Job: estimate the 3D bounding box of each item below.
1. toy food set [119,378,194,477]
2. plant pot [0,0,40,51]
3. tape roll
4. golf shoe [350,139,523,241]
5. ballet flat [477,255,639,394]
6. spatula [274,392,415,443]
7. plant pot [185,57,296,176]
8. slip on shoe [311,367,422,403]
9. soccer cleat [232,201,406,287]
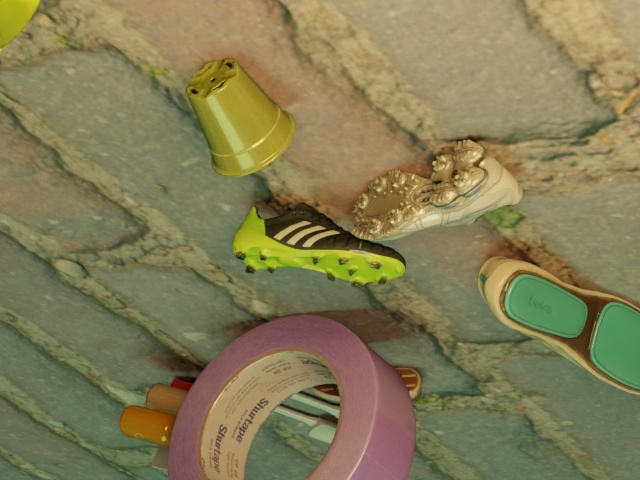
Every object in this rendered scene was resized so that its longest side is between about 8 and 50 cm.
[{"bbox_3d":[-0.153,0.249,1.872,0.104,0.111,0.232,11,155,25],"label":"toy food set"},{"bbox_3d":[-0.270,-0.240,0.946,0.228,0.227,0.207,20,157,-14],"label":"plant pot"},{"bbox_3d":[-0.034,0.222,1.619,0.275,0.275,0.090,-8,144,34],"label":"tape roll"},{"bbox_3d":[0.105,-0.029,1.333,0.086,0.069,0.176,26,151,-35],"label":"golf shoe"},{"bbox_3d":[0.255,0.083,1.473,0.248,0.086,0.086,30,147,-26],"label":"ballet flat"},{"bbox_3d":[-0.022,0.205,1.853,0.242,0.019,0.168,20,152,-14],"label":"spatula"},{"bbox_3d":[-0.075,-0.111,1.254,0.083,0.083,0.079,-6,133,31],"label":"plant pot"},{"bbox_3d":[0.053,0.173,1.735,0.135,0.051,0.041,-2,147,10],"label":"slip on shoe"},{"bbox_3d":[0.000,0.000,1.412,0.179,0.072,0.060,7,149,21],"label":"soccer cleat"}]
